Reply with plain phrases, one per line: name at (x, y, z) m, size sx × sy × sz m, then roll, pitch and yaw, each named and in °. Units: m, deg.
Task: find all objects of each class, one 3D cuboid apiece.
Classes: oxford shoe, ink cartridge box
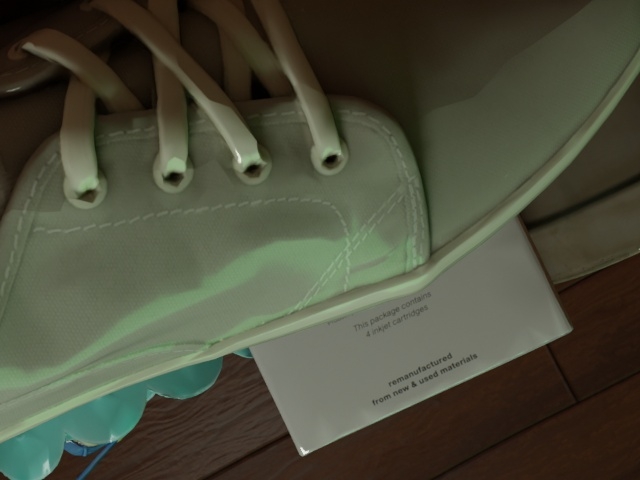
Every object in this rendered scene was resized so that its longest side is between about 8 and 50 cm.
oxford shoe at (-0.051, -0.040, 0.450) m, size 0.449 × 0.169 × 0.130 m, roll -27°, pitch 160°, yaw -10°
ink cartridge box at (0.017, -0.024, 0.723) m, size 0.168 × 0.233 × 0.171 m, roll -26°, pitch 180°, yaw 4°

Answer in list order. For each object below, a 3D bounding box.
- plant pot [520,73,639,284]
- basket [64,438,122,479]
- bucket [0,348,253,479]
plant pot at (0.309, -0.148, 1.238) m, size 0.323 × 0.280 × 0.323 m, roll -27°, pitch 180°, yaw 0°
basket at (-0.343, 0.180, 1.565) m, size 0.289 × 0.255 × 0.201 m, roll -40°, pitch 178°, yaw 19°
bucket at (-0.180, 0.052, 0.879) m, size 0.281 × 0.183 × 0.281 m, roll -28°, pitch 179°, yaw 0°
